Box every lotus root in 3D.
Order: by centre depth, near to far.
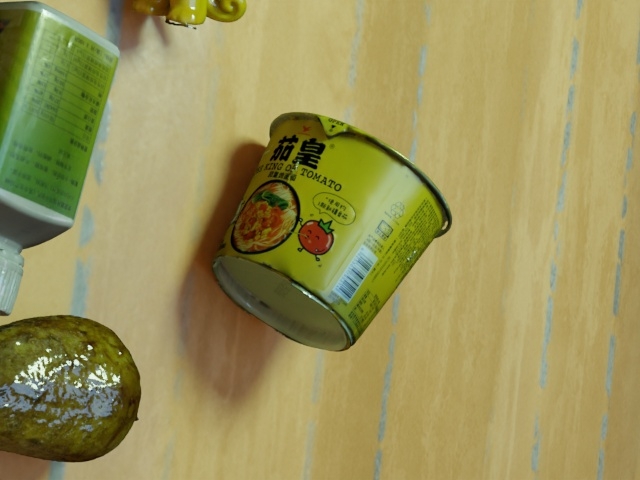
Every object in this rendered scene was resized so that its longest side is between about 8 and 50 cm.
[{"bbox_3d":[-0.210,0.106,0.899,0.191,0.094,0.108,3,55,-48],"label":"lotus root"}]

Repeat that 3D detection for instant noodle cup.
[{"bbox_3d":[0.000,0.000,1.107,0.144,0.182,0.182,-58,135,-20],"label":"instant noodle cup"}]

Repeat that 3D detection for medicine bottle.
[{"bbox_3d":[-0.218,-0.052,0.837,0.088,0.132,0.188,28,71,-50],"label":"medicine bottle"}]

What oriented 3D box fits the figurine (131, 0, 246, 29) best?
[{"bbox_3d":[-0.097,-0.290,0.980,0.131,0.156,0.246,-16,122,-54],"label":"figurine"}]
